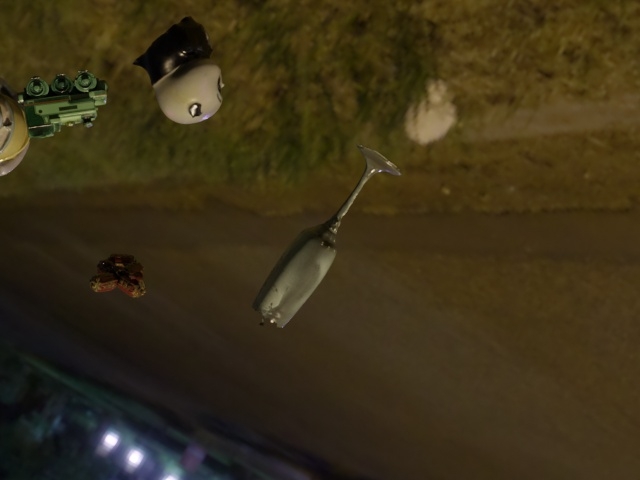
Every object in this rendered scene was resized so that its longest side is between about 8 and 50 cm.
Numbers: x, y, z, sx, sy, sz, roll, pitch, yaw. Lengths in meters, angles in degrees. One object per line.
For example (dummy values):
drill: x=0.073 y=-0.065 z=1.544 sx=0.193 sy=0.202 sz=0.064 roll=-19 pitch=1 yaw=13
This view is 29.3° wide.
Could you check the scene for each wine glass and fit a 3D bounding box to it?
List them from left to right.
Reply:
wine glass: x=0.000 y=0.000 z=1.560 sx=0.074 sy=0.262 sz=0.074 roll=35 pitch=180 yaw=0

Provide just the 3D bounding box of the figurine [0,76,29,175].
figurine: x=-0.398 y=-0.127 z=1.267 sx=0.208 sy=0.128 sz=0.184 roll=7 pitch=175 yaw=41

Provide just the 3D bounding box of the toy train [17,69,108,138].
toy train: x=-0.236 y=-0.127 z=1.132 sx=0.083 sy=0.053 sz=0.033 roll=-9 pitch=171 yaw=-13

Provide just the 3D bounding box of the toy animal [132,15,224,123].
toy animal: x=-0.248 y=-0.300 z=2.233 sx=0.179 sy=0.138 sz=0.166 roll=63 pitch=164 yaw=3

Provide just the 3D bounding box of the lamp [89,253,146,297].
lamp: x=-0.221 y=0.036 z=1.361 sx=0.063 sy=0.031 sz=0.083 roll=7 pitch=-162 yaw=-4
